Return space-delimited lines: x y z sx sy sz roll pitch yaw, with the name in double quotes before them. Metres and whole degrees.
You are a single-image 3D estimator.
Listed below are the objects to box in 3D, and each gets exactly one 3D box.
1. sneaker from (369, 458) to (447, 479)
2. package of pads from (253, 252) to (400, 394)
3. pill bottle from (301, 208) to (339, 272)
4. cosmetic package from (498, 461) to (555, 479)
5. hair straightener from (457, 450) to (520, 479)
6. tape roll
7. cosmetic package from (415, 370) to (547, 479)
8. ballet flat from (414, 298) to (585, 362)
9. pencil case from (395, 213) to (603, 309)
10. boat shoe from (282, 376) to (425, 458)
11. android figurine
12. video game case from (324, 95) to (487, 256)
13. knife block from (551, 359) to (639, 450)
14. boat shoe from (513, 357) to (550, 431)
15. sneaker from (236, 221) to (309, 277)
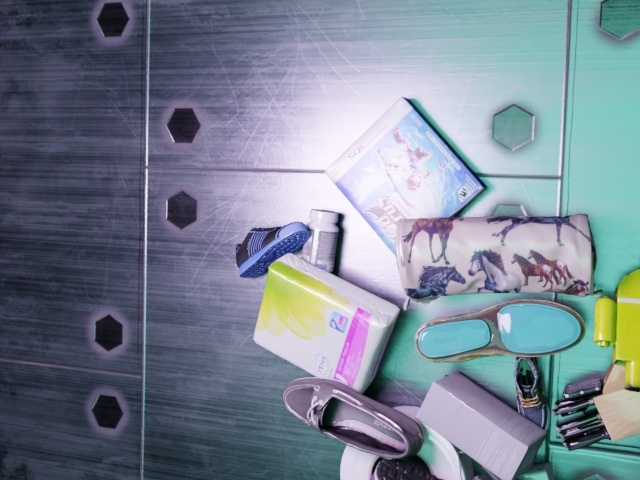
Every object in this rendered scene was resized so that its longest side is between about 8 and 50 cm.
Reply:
"sneaker" 0.230 0.564 1.721 0.283 0.107 0.124 28 130 9
"package of pads" 0.005 0.190 1.832 0.296 0.101 0.229 27 126 16
"pill bottle" 0.000 0.000 1.871 0.078 0.078 0.137 11 97 19
"cosmetic package" 0.458 0.595 1.736 0.117 0.085 0.231 -16 85 21
"hair straightener" 0.370 0.513 1.681 0.230 0.047 0.089 36 75 16
"tape roll" 0.189 0.516 1.821 0.286 0.100 0.286 1 94 19
"cosmetic package" 0.334 0.383 1.720 0.238 0.127 0.107 31 110 30
"ballet flat" 0.373 0.191 1.729 0.348 0.123 0.123 -10 90 17
"pencil case" 0.360 0.041 1.672 0.410 0.160 0.184 -2 109 12
"boat shoe" 0.058 0.376 1.757 0.335 0.095 0.112 16 100 21
"android figurine" 0.660 0.162 1.603 0.248 0.056 0.273 7 71 13
"video game case" 0.182 -0.133 1.807 0.244 0.061 0.269 -43 79 18
"knife block" 0.618 0.354 1.661 0.275 0.088 0.242 23 101 17
"boat shoe" 0.436 0.325 1.727 0.065 0.083 0.183 -10 90 20
"sneaker" -0.119 0.000 1.888 0.232 0.081 0.090 -34 60 36
